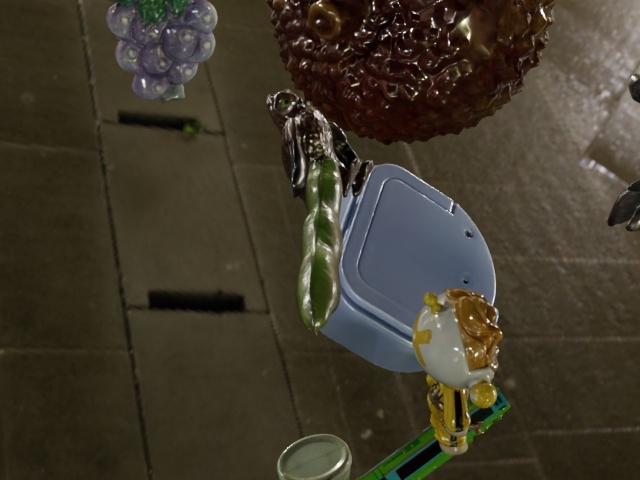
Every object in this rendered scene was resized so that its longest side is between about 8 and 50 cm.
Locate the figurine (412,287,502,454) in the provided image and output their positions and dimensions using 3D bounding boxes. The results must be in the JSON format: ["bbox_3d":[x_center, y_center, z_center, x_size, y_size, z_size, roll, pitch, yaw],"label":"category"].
[{"bbox_3d":[0.105,0.099,0.841,0.068,0.143,0.101,-4,56,-6],"label":"figurine"}]

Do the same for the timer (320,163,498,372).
[{"bbox_3d":[0.164,0.075,2.021,0.395,0.173,0.395,18,52,-25],"label":"timer"}]

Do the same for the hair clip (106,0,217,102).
[{"bbox_3d":[-0.180,-0.249,1.219,0.124,0.195,0.052,-12,37,-6],"label":"hair clip"}]

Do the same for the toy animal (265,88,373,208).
[{"bbox_3d":[-0.023,-0.118,1.473,0.179,0.116,0.218,47,23,11],"label":"toy animal"}]

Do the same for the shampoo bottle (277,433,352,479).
[{"bbox_3d":[-0.010,0.411,1.678,0.118,0.234,0.087,-21,48,-22],"label":"shampoo bottle"}]

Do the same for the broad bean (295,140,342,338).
[{"bbox_3d":[0.001,0.002,1.135,0.046,0.065,0.254,-4,49,8],"label":"broad bean"}]

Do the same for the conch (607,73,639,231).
[{"bbox_3d":[0.376,-0.085,0.886,0.241,0.313,0.186,15,33,-49],"label":"conch"}]

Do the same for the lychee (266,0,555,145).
[{"bbox_3d":[0.079,-0.199,0.847,0.236,0.236,0.271,36,36,11],"label":"lychee"}]

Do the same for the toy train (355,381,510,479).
[{"bbox_3d":[0.118,0.235,1.187,0.209,0.044,0.042,-34,76,-11],"label":"toy train"}]
